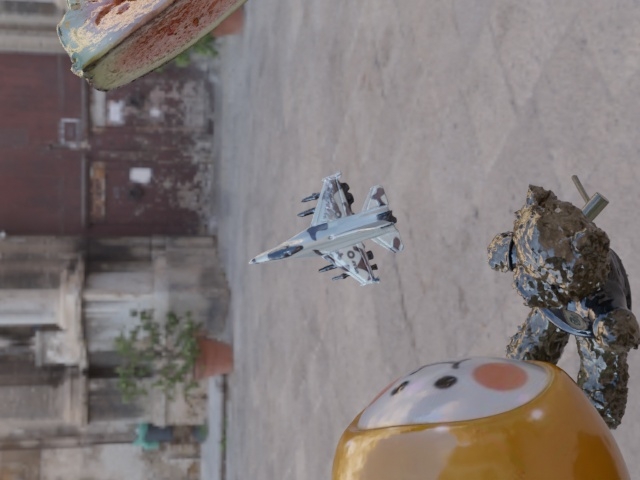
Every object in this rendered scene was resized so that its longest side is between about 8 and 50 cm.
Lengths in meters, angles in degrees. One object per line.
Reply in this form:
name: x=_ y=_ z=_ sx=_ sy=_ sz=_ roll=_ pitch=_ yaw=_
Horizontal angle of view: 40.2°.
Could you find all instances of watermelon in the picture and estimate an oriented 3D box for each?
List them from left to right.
watermelon: x=-0.101 y=-0.255 z=0.696 sx=0.128 sy=0.303 sz=0.159 roll=48 pitch=176 yaw=-4

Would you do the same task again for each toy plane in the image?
toy plane: x=0.012 y=-0.006 z=1.183 sx=0.082 sy=0.234 sz=0.160 roll=-30 pitch=-78 yaw=-55

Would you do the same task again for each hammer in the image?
hammer: x=0.314 y=-0.055 z=1.041 sx=0.035 sy=0.019 sz=0.110 roll=-52 pitch=11 yaw=23

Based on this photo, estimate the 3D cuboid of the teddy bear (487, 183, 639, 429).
teddy bear: x=0.238 y=0.053 z=0.837 sx=0.182 sy=0.129 sz=0.251 roll=27 pitch=148 yaw=38

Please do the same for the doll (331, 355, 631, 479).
doll: x=0.092 y=0.193 z=0.587 sx=0.236 sy=0.213 sz=0.213 roll=-32 pitch=-43 yaw=-47
